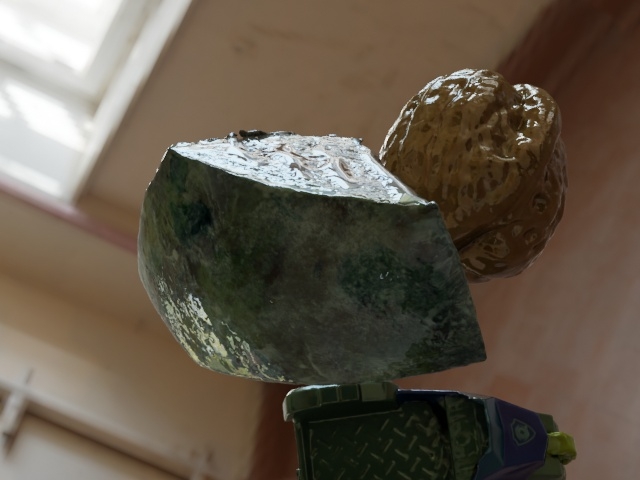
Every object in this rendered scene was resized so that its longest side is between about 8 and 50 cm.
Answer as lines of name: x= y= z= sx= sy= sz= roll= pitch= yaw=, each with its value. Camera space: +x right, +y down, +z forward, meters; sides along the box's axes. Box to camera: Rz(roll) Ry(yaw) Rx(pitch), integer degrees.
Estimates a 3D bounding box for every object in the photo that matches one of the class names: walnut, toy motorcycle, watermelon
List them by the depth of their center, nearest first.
watermelon: x=0.000 y=0.000 z=1.755 sx=0.258 sy=0.387 sz=0.228 roll=-37 pitch=-54 yaw=-52
toy motorcycle: x=0.125 y=0.241 z=2.045 sx=0.200 sy=0.326 sz=0.191 roll=69 pitch=-168 yaw=-68
walnut: x=0.178 y=-0.078 z=2.106 sx=0.257 sy=0.224 sz=0.257 roll=-36 pitch=27 yaw=23
